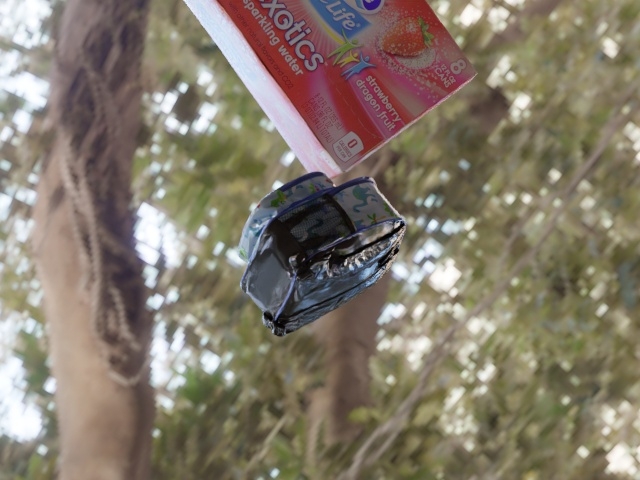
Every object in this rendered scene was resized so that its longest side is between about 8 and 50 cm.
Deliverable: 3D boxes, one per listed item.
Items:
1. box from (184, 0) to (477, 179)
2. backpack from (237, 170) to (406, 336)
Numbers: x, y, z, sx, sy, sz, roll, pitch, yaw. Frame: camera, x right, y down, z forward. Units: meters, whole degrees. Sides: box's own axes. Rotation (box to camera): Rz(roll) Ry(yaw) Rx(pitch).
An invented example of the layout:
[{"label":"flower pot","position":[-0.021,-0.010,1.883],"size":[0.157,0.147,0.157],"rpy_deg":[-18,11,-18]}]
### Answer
[{"label":"box","position":[-0.020,-0.214,1.456],"size":[0.154,0.142,0.300],"rpy_deg":[-37,-87,-8]},{"label":"backpack","position":[0.000,0.000,1.233],"size":[0.114,0.105,0.084],"rpy_deg":[-24,-115,-28]}]
